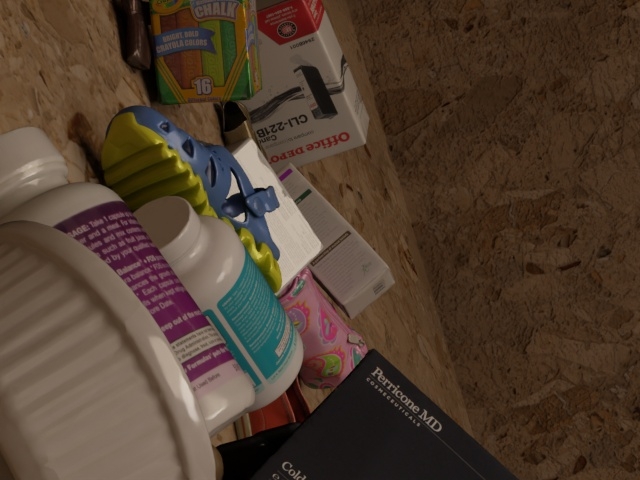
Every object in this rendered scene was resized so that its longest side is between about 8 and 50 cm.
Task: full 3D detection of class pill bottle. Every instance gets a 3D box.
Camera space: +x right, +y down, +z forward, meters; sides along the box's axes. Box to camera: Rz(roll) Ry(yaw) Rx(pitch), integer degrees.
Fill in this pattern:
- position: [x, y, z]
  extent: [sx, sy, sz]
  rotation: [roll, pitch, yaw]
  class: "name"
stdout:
- position: [-0.203, 0.059, 1.107]
  extent: [0.302, 0.169, 0.169]
  rotation: [55, 12, 6]
  class: "pill bottle"
- position: [-0.131, 0.071, 1.515]
  extent: [0.146, 0.146, 0.264]
  rotation: [-93, 160, -48]
  class: "pill bottle"

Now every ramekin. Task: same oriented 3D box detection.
- position: [-0.210, 0.131, 0.921]
  extent: [0.127, 0.272, 0.273]
  rotation: [-30, 105, -37]
  class: "ramekin"

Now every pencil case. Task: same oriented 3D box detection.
- position: [-0.026, 0.115, 1.937]
  extent: [0.284, 0.124, 0.124]
  rotation: [54, 22, -49]
  class: "pencil case"

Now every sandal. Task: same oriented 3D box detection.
- position: [-0.147, -0.063, 1.587]
  extent: [0.317, 0.126, 0.138]
  rotation: [50, 43, -44]
  class: "sandal"

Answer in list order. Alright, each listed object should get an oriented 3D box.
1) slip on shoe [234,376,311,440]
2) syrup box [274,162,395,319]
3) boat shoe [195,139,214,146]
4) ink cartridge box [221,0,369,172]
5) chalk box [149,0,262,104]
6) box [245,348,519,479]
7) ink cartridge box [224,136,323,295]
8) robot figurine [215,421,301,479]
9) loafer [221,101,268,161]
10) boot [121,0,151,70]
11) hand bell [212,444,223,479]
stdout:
- position: [-0.039, 0.280, 1.709]
  extent: [0.123, 0.101, 0.331]
  rotation: [29, 46, -73]
  class: "slip on shoe"
- position: [0.000, 0.000, 2.021]
  extent: [0.237, 0.096, 0.093]
  rotation: [48, -5, 20]
  class: "syrup box"
- position: [-0.144, -0.083, 1.836]
  extent: [0.183, 0.065, 0.083]
  rotation: [34, 44, -66]
  class: "boat shoe"
- position: [-0.059, -0.259, 2.126]
  extent: [0.114, 0.197, 0.273]
  rotation: [-80, 149, -60]
  class: "ink cartridge box"
- position: [-0.158, -0.301, 1.803]
  extent: [0.132, 0.132, 0.213]
  rotation: [-71, 157, -77]
  class: "chalk box"
- position: [0.059, 0.343, 1.279]
  extent: [0.343, 0.179, 0.312]
  rotation: [43, 50, 8]
  class: "box"
- position: [-0.120, 0.001, 1.722]
  extent: [0.232, 0.066, 0.189]
  rotation: [-44, 108, -36]
  class: "ink cartridge box"
- position: [-0.032, 0.351, 1.481]
  extent: [0.173, 0.209, 0.278]
  rotation: [71, 2, -84]
  class: "robot figurine"
- position: [-0.125, -0.157, 2.046]
  extent: [0.148, 0.056, 0.050]
  rotation: [67, 11, 25]
  class: "loafer"
- position: [-0.240, -0.272, 1.778]
  extent: [0.106, 0.037, 0.114]
  rotation: [35, 42, -67]
  class: "boot"
- position: [-0.211, 0.174, 1.213]
  extent: [0.242, 0.126, 0.126]
  rotation: [49, 24, -33]
  class: "hand bell"
